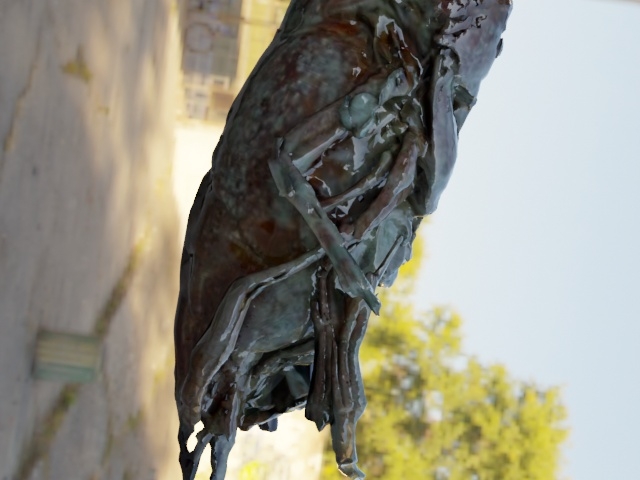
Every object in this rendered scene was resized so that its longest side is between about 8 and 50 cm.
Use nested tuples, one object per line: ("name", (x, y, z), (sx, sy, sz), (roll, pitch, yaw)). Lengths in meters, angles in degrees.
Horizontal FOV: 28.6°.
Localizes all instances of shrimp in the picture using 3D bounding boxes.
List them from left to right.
("shrimp", (-0.001, -0.001, 0.354), (0.190, 0.073, 0.075), (-65, 158, -2))
